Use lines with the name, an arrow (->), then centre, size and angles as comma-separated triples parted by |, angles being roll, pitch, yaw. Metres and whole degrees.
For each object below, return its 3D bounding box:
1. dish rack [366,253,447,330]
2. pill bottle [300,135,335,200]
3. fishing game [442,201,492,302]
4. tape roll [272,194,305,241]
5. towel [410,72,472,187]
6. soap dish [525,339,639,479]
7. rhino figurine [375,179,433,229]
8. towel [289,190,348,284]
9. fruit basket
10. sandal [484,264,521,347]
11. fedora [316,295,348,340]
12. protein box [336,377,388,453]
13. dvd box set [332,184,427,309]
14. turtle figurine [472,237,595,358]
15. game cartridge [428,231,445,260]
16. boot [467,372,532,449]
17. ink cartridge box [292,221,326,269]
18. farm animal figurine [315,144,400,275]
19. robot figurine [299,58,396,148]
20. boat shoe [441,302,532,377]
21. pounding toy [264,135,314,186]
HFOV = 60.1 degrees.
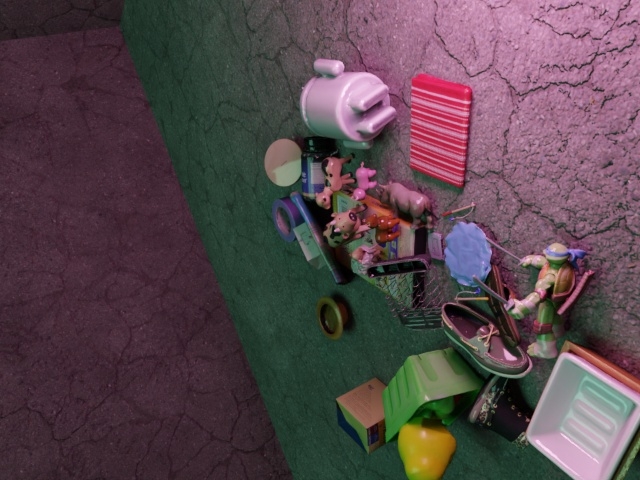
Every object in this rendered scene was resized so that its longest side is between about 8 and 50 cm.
dish rack -> 0.284, 0.171, 1.710 | 0.208, 0.074, 0.272 | -10, 111, 38
pill bottle -> -0.008, -0.258, 1.975 | 0.122, 0.122, 0.219 | 21, 117, 54
fishing game -> 0.411, 0.036, 1.525 | 0.189, 0.041, 0.264 | -23, 74, 63
tape roll -> -0.123, -0.094, 2.335 | 0.189, 0.080, 0.189 | 39, 140, 43
towel -> 0.320, -0.297, 1.492 | 0.199, 0.031, 0.275 | 33, 137, 45
soap dish -> 0.626, 0.406, 1.272 | 0.229, 0.118, 0.291 | 36, 123, 45
rhino figurine -> 0.248, -0.120, 1.686 | 0.243, 0.073, 0.106 | 35, 140, 48
towel -> 0.000, 0.000, 2.082 | 0.370, 0.040, 0.271 | 64, -174, 9
fruit basket -> 0.351, 0.574, 1.731 | 0.392, 0.282, 0.392 | 173, 90, -70
sandal -> 0.490, 0.170, 1.460 | 0.090, 0.060, 0.220 | 109, 145, -70
fedora -> 0.059, 0.314, 2.284 | 0.194, 0.079, 0.195 | 28, 125, 50
protein box -> 0.200, 0.673, 2.143 | 0.199, 0.201, 0.136 | 31, 133, 49
dvd box set -> 0.191, 0.013, 1.882 | 0.420, 0.062, 0.308 | 32, 134, 48
turtle figurine -> 0.488, 0.128, 1.313 | 0.198, 0.274, 0.266 | -90, -13, -68
game cartridge -> 0.347, 0.016, 1.662 | 0.056, 0.017, 0.083 | 16, 122, 52
boot -> 0.539, 0.453, 1.548 | 0.178, 0.085, 0.237 | 30, 108, 15
ink cartridge box -> -0.042, 0.005, 2.198 | 0.198, 0.067, 0.115 | 65, -172, 28
farm animal figurine -> 0.079, -0.079, 1.759 | 0.330, 0.172, 0.327 | 57, 151, 24
robot figurine -> 0.069, -0.406, 1.676 | 0.353, 0.199, 0.300 | 24, 142, 52
boat shoe -> 0.449, 0.271, 1.539 | 0.305, 0.109, 0.091 | 34, 157, 51
pounding toy -> -0.093, -0.306, 2.152 | 0.236, 0.110, 0.183 | -4, 94, 31
